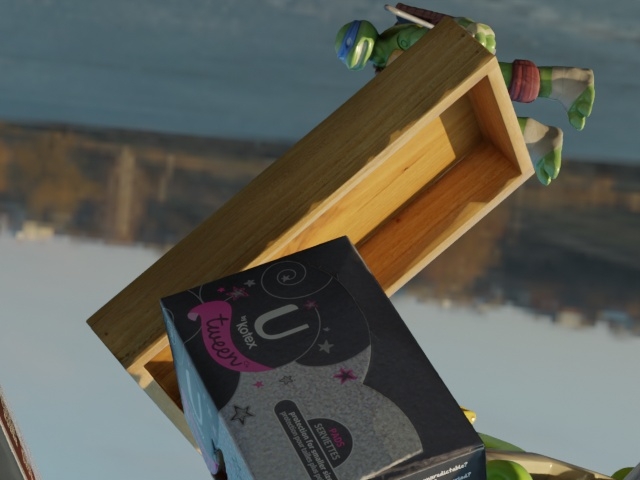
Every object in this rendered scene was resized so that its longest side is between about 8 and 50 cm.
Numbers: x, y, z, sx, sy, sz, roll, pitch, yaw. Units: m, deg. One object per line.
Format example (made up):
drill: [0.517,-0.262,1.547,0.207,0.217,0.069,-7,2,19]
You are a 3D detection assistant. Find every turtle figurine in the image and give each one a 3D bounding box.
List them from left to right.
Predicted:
turtle figurine: [0.139,-0.132,1.908,0.266,0.198,0.275,16,-170,-9]

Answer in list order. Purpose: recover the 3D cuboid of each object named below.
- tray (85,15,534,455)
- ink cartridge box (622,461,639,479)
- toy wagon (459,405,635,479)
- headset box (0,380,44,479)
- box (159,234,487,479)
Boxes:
tray: [0.000,0.000,1.644,0.076,0.411,0.203,47,173,31]
ink cartridge box: [0.313,0.289,1.280,0.309,0.272,0.130,42,-151,9]
toy wagon: [0.229,0.232,1.575,0.344,0.068,0.267,22,-174,36]
headset box: [-0.246,0.118,0.853,0.218,0.293,0.110,-22,-150,-7]
box: [-0.001,0.138,1.348,0.163,0.142,0.247,-19,-138,-13]
